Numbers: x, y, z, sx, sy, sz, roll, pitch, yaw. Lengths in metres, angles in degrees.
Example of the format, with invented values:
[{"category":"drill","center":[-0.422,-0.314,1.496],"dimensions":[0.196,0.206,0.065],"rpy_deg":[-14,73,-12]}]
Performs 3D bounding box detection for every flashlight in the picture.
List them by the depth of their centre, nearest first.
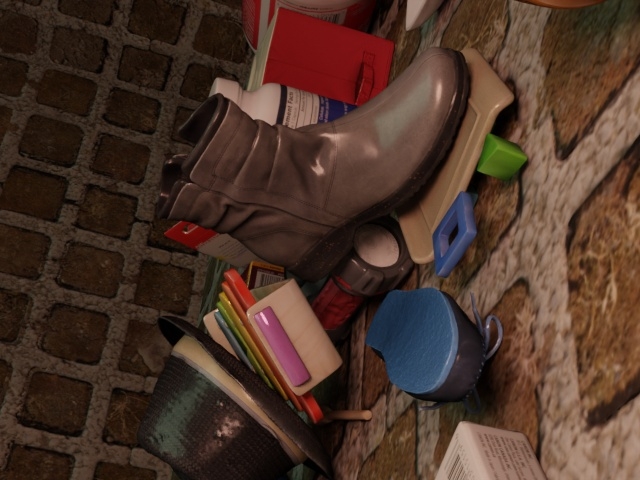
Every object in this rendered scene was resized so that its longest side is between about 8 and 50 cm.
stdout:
[{"category":"flashlight","center":[0.023,0.071,1.276],"dimensions":[0.304,0.103,0.103],"rpy_deg":[124,155,-55]}]

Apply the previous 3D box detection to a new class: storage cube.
[{"category":"storage cube","center":[-0.014,-0.226,1.580],"dimensions":[0.215,0.193,0.183],"rpy_deg":[139,143,-69]}]

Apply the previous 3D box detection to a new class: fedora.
[{"category":"fedora","center":[-0.140,0.245,1.279],"dimensions":[0.152,0.334,0.334],"rpy_deg":[-46,4,-16]}]

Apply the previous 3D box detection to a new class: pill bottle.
[{"category":"pill bottle","center":[-0.031,-0.128,1.358],"dimensions":[0.153,0.265,0.153],"rpy_deg":[-166,90,-79]},{"category":"pill bottle","center":[-0.019,-0.417,1.681],"dimensions":[0.407,0.229,0.228],"rpy_deg":[110,171,-74]}]

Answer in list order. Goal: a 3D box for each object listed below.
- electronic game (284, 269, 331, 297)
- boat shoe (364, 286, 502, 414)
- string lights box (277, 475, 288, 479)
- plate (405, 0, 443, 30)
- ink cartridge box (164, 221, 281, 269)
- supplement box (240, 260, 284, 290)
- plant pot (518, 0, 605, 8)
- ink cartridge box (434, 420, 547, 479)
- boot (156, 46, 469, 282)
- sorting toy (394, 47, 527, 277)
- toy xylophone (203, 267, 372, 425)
[{"category":"electronic game","center":[0.000,0.000,1.595],"dimensions":[0.229,0.048,0.229],"rpy_deg":[-54,25,41]},{"category":"boat shoe","center":[0.112,0.090,0.887],"dimensions":[0.109,0.089,0.258],"rpy_deg":[-61,8,5]},{"category":"string lights box","center":[-0.082,0.413,1.416],"dimensions":[0.260,0.077,0.133],"rpy_deg":[176,107,-78]},{"category":"plate","center":[0.185,-0.447,1.272],"dimensions":[0.277,0.045,0.277],"rpy_deg":[124,157,-57]},{"category":"ink cartridge box","center":[-0.150,-0.019,1.804],"dimensions":[0.134,0.231,0.078],"rpy_deg":[-29,44,48]},{"category":"supplement box","center":[-0.102,0.108,1.806],"dimensions":[0.188,0.104,0.080],"rpy_deg":[132,150,-67]},{"category":"plant pot","center":[0.200,-0.244,0.645],"dimensions":[0.188,0.205,0.205],"rpy_deg":[44,121,58]},{"category":"ink cartridge box","center":[0.110,0.302,0.690],"dimensions":[0.275,0.060,0.238],"rpy_deg":[-103,28,-64]},{"category":"boot","center":[-0.019,-0.100,1.044],"dimensions":[0.338,0.223,0.118],"rpy_deg":[-51,28,28]},{"category":"sorting toy","center":[0.143,-0.090,1.045],"dimensions":[0.347,0.047,0.196],"rpy_deg":[-100,31,-63]},{"category":"toy xylophone","center":[-0.048,0.146,1.244],"dimensions":[0.236,0.081,0.322],"rpy_deg":[57,163,5]}]
